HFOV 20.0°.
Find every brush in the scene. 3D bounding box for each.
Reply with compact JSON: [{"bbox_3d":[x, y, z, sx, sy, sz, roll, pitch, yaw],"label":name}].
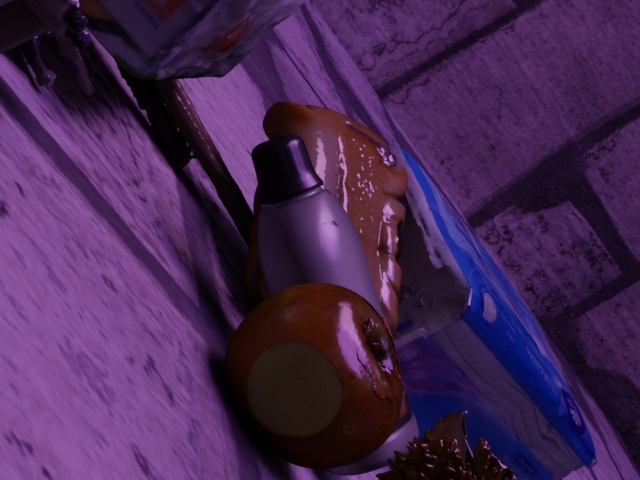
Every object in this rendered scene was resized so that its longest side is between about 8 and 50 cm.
[{"bbox_3d":[-0.085,-0.049,1.364,0.248,0.036,0.043,60,12,-18],"label":"brush"}]

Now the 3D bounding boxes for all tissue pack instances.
[{"bbox_3d":[-0.159,-0.254,1.240,0.311,0.128,0.228,49,11,3],"label":"tissue pack"},{"bbox_3d":[0.094,0.083,1.498,0.263,0.146,0.198,50,13,-45],"label":"tissue pack"}]

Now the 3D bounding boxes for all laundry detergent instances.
[{"bbox_3d":[0.002,0.039,1.215,0.099,0.070,0.225,-39,112,-71],"label":"laundry detergent"}]

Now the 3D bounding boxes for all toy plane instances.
[{"bbox_3d":[-0.200,-0.202,1.083,0.192,0.088,0.262,92,-27,-52],"label":"toy plane"}]

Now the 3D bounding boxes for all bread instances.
[{"bbox_3d":[0.000,0.000,1.346,0.134,0.081,0.225,37,44,-33],"label":"bread"}]

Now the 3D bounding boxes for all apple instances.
[{"bbox_3d":[-0.004,0.084,1.120,0.114,0.102,0.099,64,21,-2],"label":"apple"}]

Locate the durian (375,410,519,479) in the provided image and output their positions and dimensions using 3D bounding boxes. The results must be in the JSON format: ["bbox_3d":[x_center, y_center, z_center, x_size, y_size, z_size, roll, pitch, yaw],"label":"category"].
[{"bbox_3d":[0.106,0.227,1.027,0.237,0.138,0.193,44,-12,28],"label":"durian"}]
